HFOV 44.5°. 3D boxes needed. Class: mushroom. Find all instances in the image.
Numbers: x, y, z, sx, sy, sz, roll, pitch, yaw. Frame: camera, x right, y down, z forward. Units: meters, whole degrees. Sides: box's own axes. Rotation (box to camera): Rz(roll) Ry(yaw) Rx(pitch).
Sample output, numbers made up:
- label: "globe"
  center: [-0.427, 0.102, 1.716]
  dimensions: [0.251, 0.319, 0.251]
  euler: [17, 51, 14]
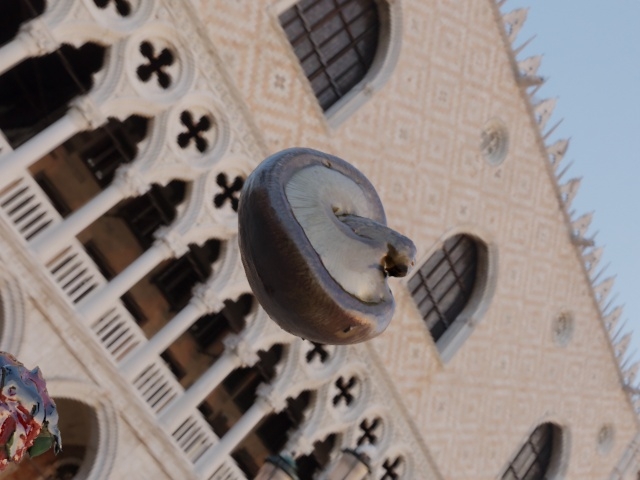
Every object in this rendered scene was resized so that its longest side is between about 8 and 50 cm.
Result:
- label: "mushroom"
  center: [-0.007, 0.009, 0.829]
  dimensions: [0.194, 0.231, 0.138]
  euler: [24, -50, -13]

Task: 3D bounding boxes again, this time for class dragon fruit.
- label: "dragon fruit"
  center: [-0.431, 0.218, 0.971]
  dimensions: [0.182, 0.189, 0.182]
  euler: [21, -61, 44]
